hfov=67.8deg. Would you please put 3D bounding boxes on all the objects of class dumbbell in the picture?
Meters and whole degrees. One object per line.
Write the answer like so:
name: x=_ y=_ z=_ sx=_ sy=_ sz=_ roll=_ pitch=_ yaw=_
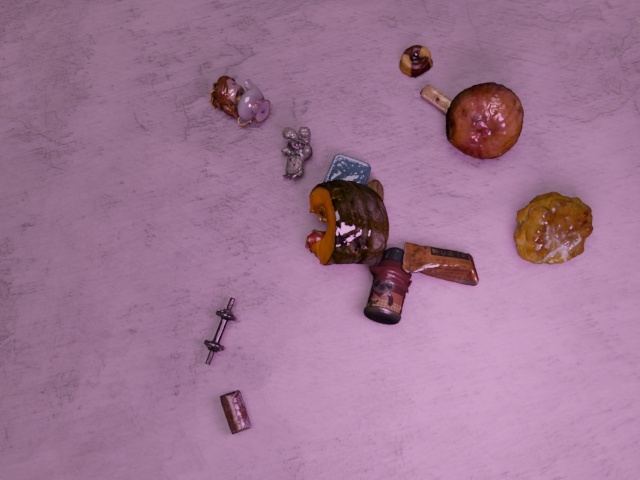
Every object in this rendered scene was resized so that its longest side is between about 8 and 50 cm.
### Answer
dumbbell: x=-0.365 y=0.329 z=1.741 sx=0.082 sy=0.081 sz=0.253 roll=16 pitch=76 yaw=11

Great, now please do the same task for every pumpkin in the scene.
pumpkin: x=0.092 y=-0.064 z=1.671 sx=0.226 sy=0.256 sz=0.302 roll=-6 pitch=91 yaw=-27

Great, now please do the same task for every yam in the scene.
yam: x=-0.296 y=0.594 z=1.655 sx=0.079 sy=0.079 sz=0.141 roll=-22 pitch=74 yaw=0

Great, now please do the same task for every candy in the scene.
candy: x=0.418 y=0.080 z=1.685 sx=0.272 sy=0.101 sz=0.143 roll=10 pitch=45 yaw=-4

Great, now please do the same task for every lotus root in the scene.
lotus root: x=0.195 y=-0.150 z=1.816 sx=0.089 sy=0.081 sz=0.179 roll=6 pitch=69 yaw=39

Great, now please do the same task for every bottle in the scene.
bottle: x=0.238 y=0.153 z=1.690 sx=0.156 sy=0.143 sz=0.271 roll=22 pitch=66 yaw=-12

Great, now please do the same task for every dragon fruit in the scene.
dragon fruit: x=0.002 y=0.002 z=1.796 sx=0.116 sy=0.081 sz=0.086 roll=5 pitch=64 yaw=5

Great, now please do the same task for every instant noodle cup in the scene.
instant noodle cup: x=0.101 y=-0.233 z=1.860 sx=0.157 sy=0.070 sz=0.179 roll=21 pitch=76 yaw=11

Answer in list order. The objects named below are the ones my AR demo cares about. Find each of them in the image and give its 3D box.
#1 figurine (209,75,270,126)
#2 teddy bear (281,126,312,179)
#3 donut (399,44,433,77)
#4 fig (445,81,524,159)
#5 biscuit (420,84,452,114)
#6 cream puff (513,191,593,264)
figurine: x=-0.345 y=-0.588 z=1.986 sx=0.264 sy=0.142 sz=0.189 roll=28 pitch=102 yaw=14
teddy bear: x=-0.092 y=-0.347 z=1.911 sx=0.133 sy=0.111 sz=0.212 roll=12 pitch=99 yaw=31
donut: x=0.400 y=-0.752 z=1.988 sx=0.141 sy=0.059 sz=0.140 roll=-3 pitch=70 yaw=7
fig: x=0.654 y=-0.482 z=1.815 sx=0.286 sy=0.286 sz=0.369 roll=35 pitch=50 yaw=15
biscuit: x=0.487 y=-0.554 z=1.919 sx=0.188 sy=0.052 sz=0.056 roll=41 pitch=94 yaw=17
cream puff: x=0.799 y=-0.043 z=1.676 sx=0.282 sy=0.185 sz=0.281 roll=-5 pitch=109 yaw=-14
